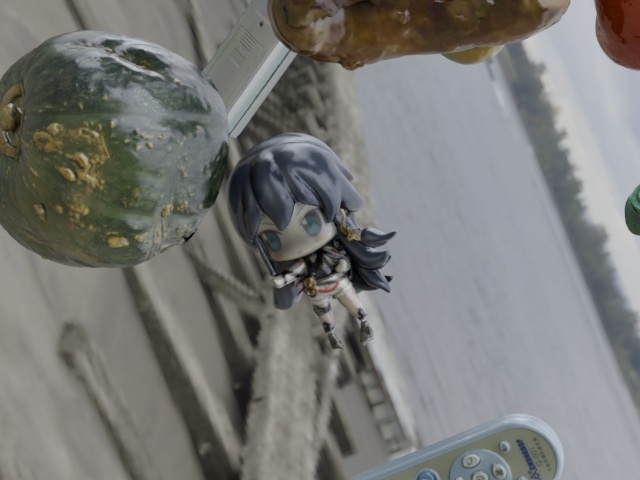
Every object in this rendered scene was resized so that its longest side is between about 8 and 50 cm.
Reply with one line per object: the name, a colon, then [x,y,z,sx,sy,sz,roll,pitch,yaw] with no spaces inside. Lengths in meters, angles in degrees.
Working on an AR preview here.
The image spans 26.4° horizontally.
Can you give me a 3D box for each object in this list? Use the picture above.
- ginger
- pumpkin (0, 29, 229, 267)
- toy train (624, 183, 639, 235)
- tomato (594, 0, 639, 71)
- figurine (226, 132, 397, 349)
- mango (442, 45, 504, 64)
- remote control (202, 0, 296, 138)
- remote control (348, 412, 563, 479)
ginger: [0.102,-0.275,1.465,0.172,0.321,0.165,-85,168,-56]
pumpkin: [-0.262,-0.104,1.652,0.327,0.257,0.291,16,-84,56]
toy train: [0.415,-0.042,1.232,0.285,0.177,0.116,2,-49,52]
tomato: [0.447,-0.315,1.654,0.180,0.260,0.260,25,-19,34]
figurine: [-0.013,-0.008,1.726,0.197,0.175,0.265,-126,-165,-58]
mango: [0.165,-0.332,1.668,0.156,0.114,0.251,80,0,-68]
remote control: [-0.083,-0.289,2.010,0.055,0.277,0.103,23,19,-46]
remote control: [0.125,0.242,1.356,0.087,0.244,0.047,62,16,-12]
